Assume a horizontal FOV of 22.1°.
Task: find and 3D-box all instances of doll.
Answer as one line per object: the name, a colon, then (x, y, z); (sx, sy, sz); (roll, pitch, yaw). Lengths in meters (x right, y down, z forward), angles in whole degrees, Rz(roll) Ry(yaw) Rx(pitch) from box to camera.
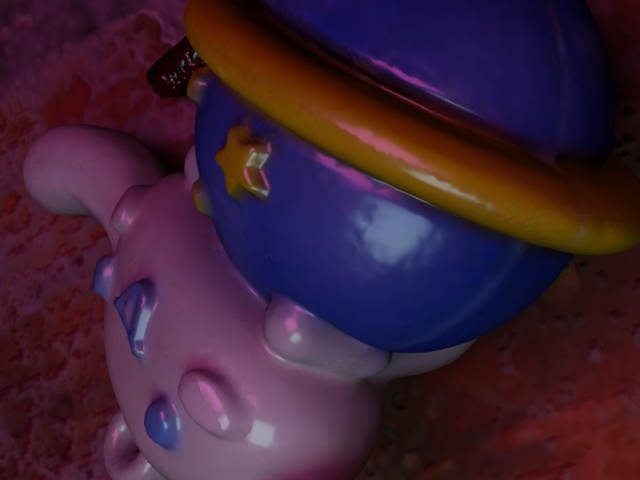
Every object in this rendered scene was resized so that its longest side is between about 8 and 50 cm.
doll: (-0.003, -0.014, 0.621); (0.311, 0.159, 0.243); (36, 121, 48)

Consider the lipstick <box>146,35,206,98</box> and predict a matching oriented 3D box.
lipstick: (-0.007, -0.114, 0.672); (0.176, 0.027, 0.027); (-37, 73, 24)
